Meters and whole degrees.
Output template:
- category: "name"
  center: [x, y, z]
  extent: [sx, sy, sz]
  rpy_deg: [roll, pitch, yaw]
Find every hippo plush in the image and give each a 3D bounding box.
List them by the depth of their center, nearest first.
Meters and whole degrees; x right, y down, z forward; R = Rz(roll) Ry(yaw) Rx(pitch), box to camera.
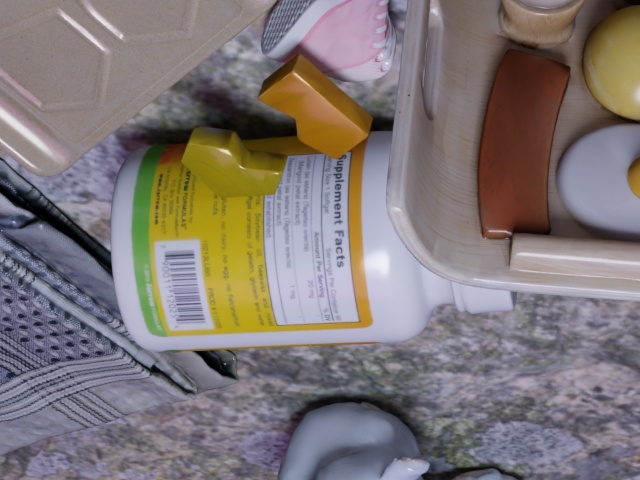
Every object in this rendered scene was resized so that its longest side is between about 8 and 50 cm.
- category: "hippo plush"
  center: [0.041, 0.268, 1.305]
  extent: [0.234, 0.294, 0.236]
  rpy_deg: [-38, 120, 15]

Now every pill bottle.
- category: "pill bottle"
  center: [0.000, 0.000, 1.054]
  extent: [0.245, 0.136, 0.136]
  rpy_deg: [-3, 142, 11]

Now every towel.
- category: "towel"
  center: [-0.273, 0.077, 1.257]
  extent: [0.324, 0.056, 0.312]
  rpy_deg: [-20, 136, 28]

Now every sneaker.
- category: "sneaker"
  center: [0.027, -0.137, 0.944]
  extent: [0.070, 0.051, 0.134]
  rpy_deg: [22, 143, -23]

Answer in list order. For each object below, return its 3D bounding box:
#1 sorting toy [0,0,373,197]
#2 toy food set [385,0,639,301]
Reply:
- category: "sorting toy"
  center: [-0.129, -0.130, 0.945]
  extent: [0.307, 0.041, 0.229]
  rpy_deg: [40, 128, -21]
- category: "toy food set"
  center: [0.192, -0.083, 0.783]
  extent: [0.306, 0.220, 0.092]
  rpy_deg: [5, 145, 4]
